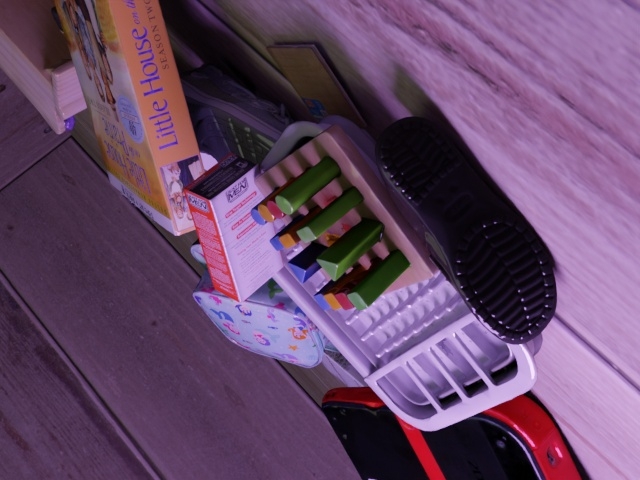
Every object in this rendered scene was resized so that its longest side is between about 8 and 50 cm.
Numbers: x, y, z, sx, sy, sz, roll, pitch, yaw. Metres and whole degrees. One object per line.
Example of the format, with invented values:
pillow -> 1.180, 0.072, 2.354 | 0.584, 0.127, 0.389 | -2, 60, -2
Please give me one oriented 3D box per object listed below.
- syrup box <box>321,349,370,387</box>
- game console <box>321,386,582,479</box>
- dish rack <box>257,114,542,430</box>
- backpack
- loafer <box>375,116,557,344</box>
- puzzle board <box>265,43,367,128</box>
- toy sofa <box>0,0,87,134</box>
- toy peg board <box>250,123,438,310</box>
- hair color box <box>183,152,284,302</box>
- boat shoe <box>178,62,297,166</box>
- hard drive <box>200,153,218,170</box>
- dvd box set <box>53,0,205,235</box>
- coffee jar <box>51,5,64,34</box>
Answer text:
syrup box -> 0.079, 0.199, 1.620 | 0.237, 0.093, 0.096 | 33, 160, 54
game console -> 0.203, 0.347, 1.299 | 0.342, 0.060, 0.387 | -7, 118, 48
dish rack -> 0.067, 0.033, 1.017 | 0.333, 0.072, 0.285 | 47, 151, 2
backpack -> -0.044, 0.067, 1.403 | 0.225, 0.191, 0.253 | 11, 157, 26
loafer -> 0.124, -0.011, 0.847 | 0.220, 0.080, 0.078 | 57, 177, -7
puzzle board -> -0.004, -0.157, 0.999 | 0.096, 0.011, 0.128 | 53, 169, -22
toy sofa -> -0.498, -0.374, 1.750 | 0.362, 0.150, 0.177 | 46, 152, 18
toy peg board -> 0.000, 0.000, 0.921 | 0.161, 0.079, 0.160 | 54, 149, -7
hair color box -> -0.088, -0.012, 1.030 | 0.043, 0.072, 0.141 | 25, 141, 35
boat shoe -> -0.093, -0.144, 1.204 | 0.320, 0.103, 0.118 | 30, 148, 46
hard drive -> -0.195, -0.162, 1.470 | 0.203, 0.040, 0.307 | 28, -171, -47
dvd box set -> -0.253, -0.239, 1.213 | 0.307, 0.062, 0.421 | 32, 139, 59
coffee jar -> -0.339, -0.313, 1.567 | 0.079, 0.096, 0.184 | 33, 159, 48
